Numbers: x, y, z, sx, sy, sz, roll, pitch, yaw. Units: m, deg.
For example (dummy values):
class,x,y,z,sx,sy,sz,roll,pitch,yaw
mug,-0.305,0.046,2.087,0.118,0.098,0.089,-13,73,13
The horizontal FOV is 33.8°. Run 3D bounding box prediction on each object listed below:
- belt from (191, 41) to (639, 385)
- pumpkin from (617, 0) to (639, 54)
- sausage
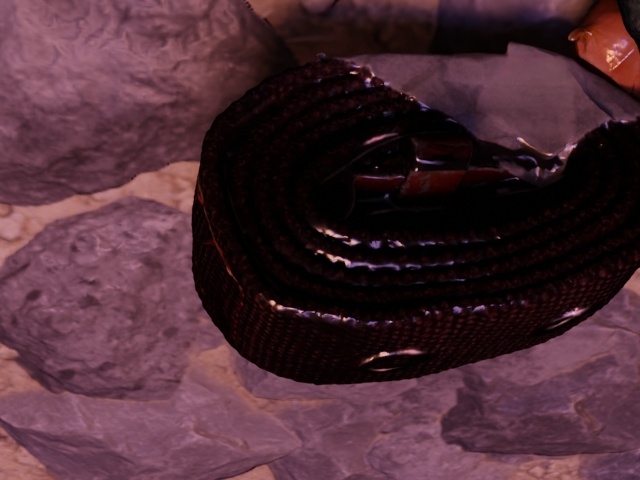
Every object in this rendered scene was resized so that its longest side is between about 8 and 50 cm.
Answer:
class,x,y,z,sx,sy,sz,roll,pitch,yaw
belt,0.066,-0.012,0.647,0.289,0.184,0.164,-7,156,-12
pumpkin,0.251,-0.150,0.557,0.194,0.150,0.194,11,126,16
sausage,0.220,-0.102,0.663,0.169,0.065,0.065,32,127,-27
